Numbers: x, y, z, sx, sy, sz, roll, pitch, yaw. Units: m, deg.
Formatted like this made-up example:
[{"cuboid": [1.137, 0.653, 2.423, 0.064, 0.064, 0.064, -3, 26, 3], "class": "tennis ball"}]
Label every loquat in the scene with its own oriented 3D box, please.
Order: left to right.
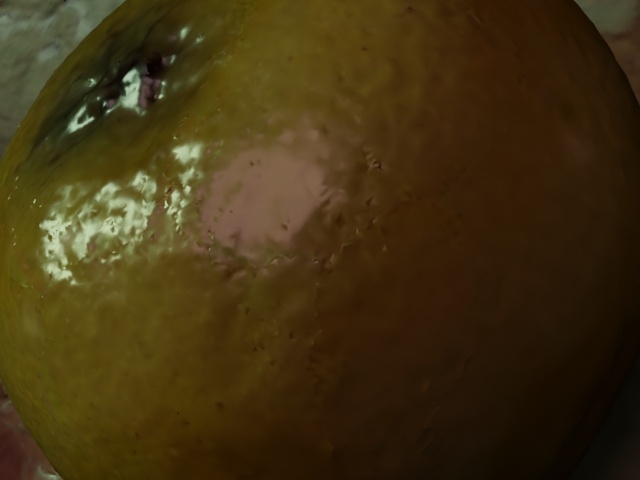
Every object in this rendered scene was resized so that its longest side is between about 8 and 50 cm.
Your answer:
[{"cuboid": [0.000, 0.000, 0.689, 0.263, 0.263, 0.263, -8, 63, 17], "class": "loquat"}]
